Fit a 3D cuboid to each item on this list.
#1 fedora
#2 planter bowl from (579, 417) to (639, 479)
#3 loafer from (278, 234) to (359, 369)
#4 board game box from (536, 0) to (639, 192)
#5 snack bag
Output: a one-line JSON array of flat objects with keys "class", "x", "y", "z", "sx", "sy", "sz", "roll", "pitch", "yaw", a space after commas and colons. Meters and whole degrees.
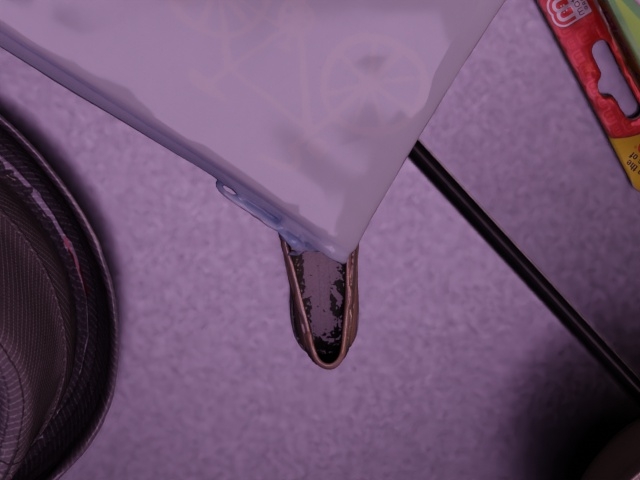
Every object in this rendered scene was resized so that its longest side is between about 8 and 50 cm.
[{"class": "fedora", "x": -0.225, "y": 0.041, "z": 0.625, "sx": 0.275, "sy": 0.124, "sz": 0.243, "roll": 35, "pitch": 99, "yaw": -13}, {"class": "planter bowl", "x": 0.187, "y": 0.145, "z": 0.694, "sx": 0.162, "sy": 0.109, "sz": 0.162, "roll": -1, "pitch": 105, "yaw": -5}, {"class": "loafer", "x": 0.000, "y": 0.000, "z": 0.675, "sx": 0.045, "sy": 0.039, "sz": 0.125, "roll": -8, "pitch": 106, "yaw": -2}, {"class": "board game box", "x": 0.239, "y": -0.129, "z": 0.664, "sx": 0.259, "sy": 0.039, "sz": 0.124, "roll": -29, "pitch": 105, "yaw": 7}, {"class": "snack bag", "x": -0.036, "y": -0.206, "z": 0.600, "sx": 0.323, "sy": 0.037, "sz": 0.342, "roll": 32, "pitch": 94, "yaw": -12}]
